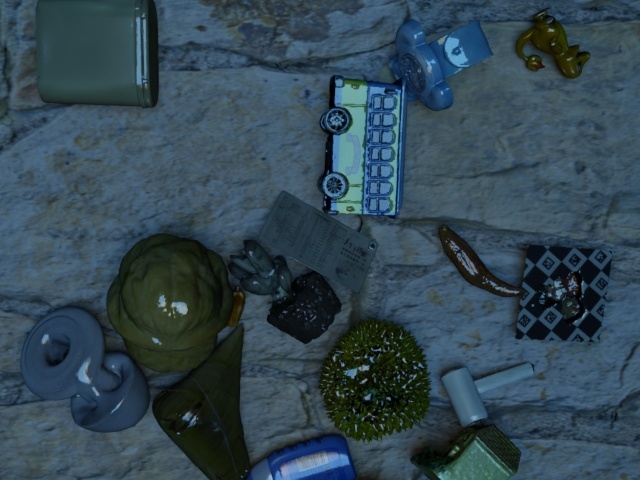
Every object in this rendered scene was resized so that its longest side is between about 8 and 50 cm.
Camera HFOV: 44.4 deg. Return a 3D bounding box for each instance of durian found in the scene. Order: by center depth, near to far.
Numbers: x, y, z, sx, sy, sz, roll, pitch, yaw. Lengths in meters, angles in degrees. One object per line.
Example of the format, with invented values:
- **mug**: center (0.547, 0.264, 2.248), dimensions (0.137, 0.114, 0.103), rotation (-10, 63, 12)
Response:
- **durian**: center (0.128, 0.331, 1.795), dimensions (0.291, 0.225, 0.291), rotation (2, 59, -3)

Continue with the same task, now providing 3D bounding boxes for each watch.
- **watch**: center (0.278, -0.412, 1.762), dimensions (0.193, 0.211, 0.211), rotation (-28, 97, -16)

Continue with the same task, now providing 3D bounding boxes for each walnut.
- **walnut**: center (-0.322, 0.131, 1.694), dimensions (0.253, 0.277, 0.282), rotation (23, 123, -26)

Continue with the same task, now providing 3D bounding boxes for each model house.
- **model house**: center (0.346, 0.514, 1.839), dimensions (0.195, 0.214, 0.189), rotation (44, 78, 4)

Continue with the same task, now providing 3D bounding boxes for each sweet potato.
- **sweet potato**: center (0.366, 0.062, 1.856), dimensions (0.255, 0.058, 0.078), rotation (42, 121, 0)

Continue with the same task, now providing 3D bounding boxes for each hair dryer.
- **hair dryer**: center (0.416, 0.350, 1.878), dimensions (0.236, 0.073, 0.131), rotation (-15, 66, -19)

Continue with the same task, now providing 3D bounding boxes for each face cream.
- **face cream**: center (-0.051, 0.556, 1.858), dimensions (0.263, 0.083, 0.149), rotation (-16, 95, -3)

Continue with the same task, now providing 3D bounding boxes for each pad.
- **pad**: center (0.000, 0.000, 1.802), dimensions (0.265, 0.009, 0.160), rotation (29, 54, -6)

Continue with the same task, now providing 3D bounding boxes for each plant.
- **plant**: center (-0.085, 0.104, 1.784), dimensions (0.274, 0.149, 0.146), rotation (40, 128, -3)

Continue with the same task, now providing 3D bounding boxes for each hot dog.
- **hot dog**: center (-0.203, 0.154, 1.812), dimensions (0.056, 0.041, 0.133), rotation (2, 132, -25)

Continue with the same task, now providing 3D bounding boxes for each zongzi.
- **zongzi**: center (-0.205, 0.389, 1.826), dimensions (0.300, 0.145, 0.274), rotation (-46, 112, -23)

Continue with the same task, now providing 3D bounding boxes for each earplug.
- **earplug**: center (-0.528, 0.297, 1.767), dimensions (0.325, 0.175, 0.214), rotation (42, 88, 3)

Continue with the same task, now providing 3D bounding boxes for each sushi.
- **sushi**: center (0.578, 0.125, 1.890), dimensions (0.219, 0.047, 0.231), rotation (4, 99, -10)

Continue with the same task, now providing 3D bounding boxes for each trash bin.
- **trash bin**: center (-0.488, -0.416, 1.722), dimensions (0.247, 0.121, 0.243), rotation (1, 95, -2)

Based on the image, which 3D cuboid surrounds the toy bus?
- **toy bus**: center (0.094, -0.209, 1.769), dimensions (0.190, 0.152, 0.312), rotation (2, 95, -4)

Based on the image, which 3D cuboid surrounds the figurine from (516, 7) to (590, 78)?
- **figurine**: center (0.536, -0.438, 1.823), dimensions (0.176, 0.121, 0.122), rotation (41, 119, -16)
